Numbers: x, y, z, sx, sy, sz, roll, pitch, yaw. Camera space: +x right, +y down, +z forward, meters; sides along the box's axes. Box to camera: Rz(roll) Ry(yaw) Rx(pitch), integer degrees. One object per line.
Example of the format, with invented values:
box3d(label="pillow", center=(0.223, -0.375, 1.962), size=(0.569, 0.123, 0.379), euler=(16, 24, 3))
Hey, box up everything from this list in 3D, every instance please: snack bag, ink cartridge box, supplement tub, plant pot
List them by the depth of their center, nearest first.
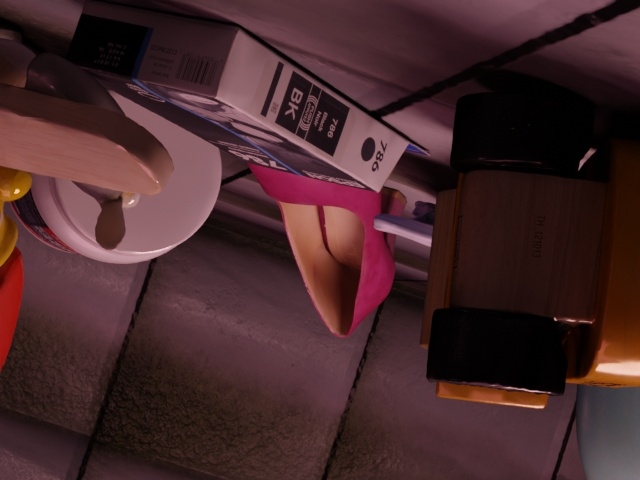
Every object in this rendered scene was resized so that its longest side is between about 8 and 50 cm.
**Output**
box3d(label="ink cartridge box", center=(-0.051, -0.109, 1.228), size=(0.165, 0.065, 0.332), euler=(15, 175, 34))
box3d(label="snack bag", center=(0.237, 0.018, 1.476), size=(0.323, 0.037, 0.342), euler=(18, -175, 21))
box3d(label="supplement tub", center=(-0.223, -0.074, 1.506), size=(0.191, 0.191, 0.272), euler=(20, 175, -20))
box3d(label="plant pot", center=(0.421, 0.197, 1.616), size=(0.293, 0.235, 0.293), euler=(14, -176, -1))

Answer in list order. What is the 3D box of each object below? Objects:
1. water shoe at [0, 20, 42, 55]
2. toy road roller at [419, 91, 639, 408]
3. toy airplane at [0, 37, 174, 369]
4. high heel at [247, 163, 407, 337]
box3d(label="water shoe", center=(-0.335, -0.173, 1.464), size=(0.073, 0.080, 0.203), euler=(19, 175, 3))
box3d(label="toy road roller", center=(0.202, 0.026, 1.037), size=(0.240, 0.203, 0.329), euler=(7, 174, 3))
box3d(label="toy airplane", center=(-0.323, -0.100, 1.116), size=(0.386, 0.272, 0.384), euler=(46, 136, -2))
box3d(label="high heel", center=(0.000, 0.000, 1.558), size=(0.127, 0.181, 0.377), euler=(16, 175, 28))
